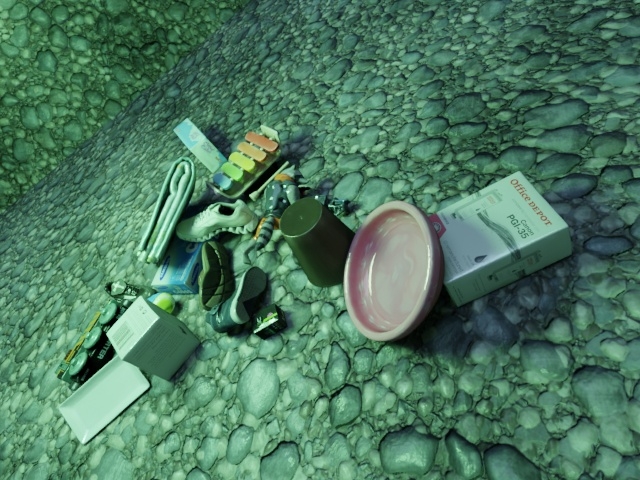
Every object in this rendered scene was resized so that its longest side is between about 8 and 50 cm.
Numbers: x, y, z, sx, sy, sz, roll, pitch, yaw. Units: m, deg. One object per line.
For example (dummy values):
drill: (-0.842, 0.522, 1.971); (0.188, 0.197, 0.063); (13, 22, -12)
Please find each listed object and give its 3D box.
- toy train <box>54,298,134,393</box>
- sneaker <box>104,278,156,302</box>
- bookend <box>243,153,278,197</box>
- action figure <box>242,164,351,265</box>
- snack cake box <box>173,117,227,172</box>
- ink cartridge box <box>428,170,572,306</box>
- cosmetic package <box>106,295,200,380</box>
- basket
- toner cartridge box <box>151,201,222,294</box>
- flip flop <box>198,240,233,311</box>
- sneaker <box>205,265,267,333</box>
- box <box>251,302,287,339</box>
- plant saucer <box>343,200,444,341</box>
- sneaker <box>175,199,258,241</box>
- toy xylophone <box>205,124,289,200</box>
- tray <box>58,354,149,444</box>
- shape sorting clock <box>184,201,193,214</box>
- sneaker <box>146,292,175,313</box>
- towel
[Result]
toy train: (-0.750, 0.346, 1.473); (0.190, 0.142, 0.334); (-5, 53, 41)
sneaker: (-0.699, 0.186, 1.578); (0.234, 0.106, 0.078); (-1, 57, 32)
bookend: (-0.249, -0.271, 1.674); (0.156, 0.072, 0.157); (-30, 45, 9)
action figure: (-0.092, -0.090, 1.365); (0.341, 0.178, 0.330); (-7, 63, 33)
snack cake box: (-0.530, -0.419, 1.912); (0.089, 0.152, 0.264); (-42, 45, -3)
ink cartridge box: (0.394, -0.007, 1.023); (0.283, 0.117, 0.207); (-28, 45, 12)
cosmetic package: (-0.500, 0.295, 1.311); (0.151, 0.184, 0.151); (29, 75, 43)
basket: (0.000, 0.000, 1.193); (0.204, 0.227, 0.154); (-28, 46, 10)
toner cartridge box: (-0.462, 0.024, 1.576); (0.165, 0.075, 0.348); (-6, 54, 29)
flip flop: (-0.355, 0.119, 1.425); (0.080, 0.112, 0.277); (-47, 41, 31)
sneaker: (-0.257, 0.182, 1.315); (0.163, 0.086, 0.226); (-33, 20, 33)
box: (-0.146, 0.229, 1.230); (0.083, 0.052, 0.062); (-32, 46, 9)
plant saucer: (0.176, 0.074, 1.037); (0.332, 0.084, 0.332); (-35, 49, 52)
sneaker: (-0.364, -0.074, 1.478); (0.292, 0.118, 0.110); (-11, 56, 11)
toy xylophone: (-0.248, -0.267, 1.559); (0.236, 0.081, 0.323); (24, 71, 42)
tray: (-0.662, 0.481, 1.346); (0.270, 0.030, 0.145); (-41, 78, -2)
shape sorting clock: (-0.597, -0.082, 1.771); (0.206, 0.040, 0.206); (-17, 49, 20)
sneaker: (-0.583, 0.274, 1.468); (0.240, 0.091, 0.126); (-50, 27, -10)
towel: (-0.542, -0.089, 1.547); (0.374, 0.090, 0.320); (-69, 16, -13)
